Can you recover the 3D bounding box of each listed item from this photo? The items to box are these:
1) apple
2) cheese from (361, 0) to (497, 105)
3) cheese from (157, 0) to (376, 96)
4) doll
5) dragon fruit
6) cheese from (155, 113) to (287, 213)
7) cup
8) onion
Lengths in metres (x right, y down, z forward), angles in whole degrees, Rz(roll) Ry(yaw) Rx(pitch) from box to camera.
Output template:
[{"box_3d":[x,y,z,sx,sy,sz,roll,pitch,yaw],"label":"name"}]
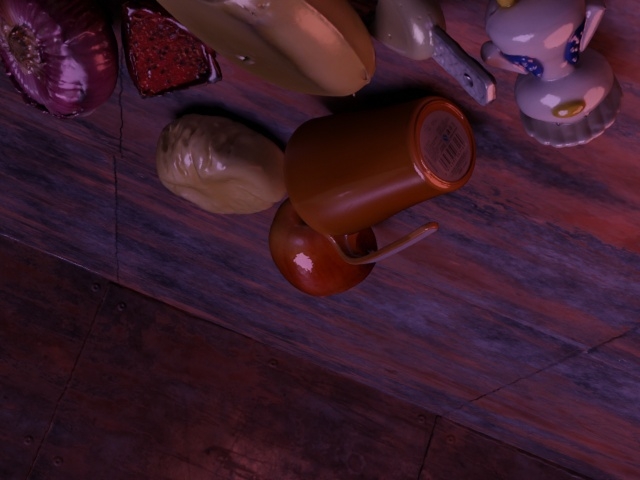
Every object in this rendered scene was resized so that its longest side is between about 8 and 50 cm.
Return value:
[{"box_3d":[0.000,0.000,1.937,0.199,0.199,0.199,19,161,7],"label":"apple"},{"box_3d":[0.118,-0.228,1.235,0.235,0.049,0.127,52,161,31],"label":"cheese"},{"box_3d":[-0.058,-0.258,1.285,0.259,0.128,0.316,34,-176,39],"label":"cheese"},{"box_3d":[0.251,-0.200,1.203,0.138,0.119,0.293,-24,144,11],"label":"doll"},{"box_3d":[-0.218,-0.287,1.546,0.127,0.120,0.161,-122,19,-46],"label":"dragon fruit"},{"box_3d":[-0.158,-0.126,1.855,0.226,0.117,0.214,29,157,-35],"label":"cheese"},{"box_3d":[0.086,-0.087,1.556,0.182,0.226,0.264,-6,175,-41],"label":"cup"},{"box_3d":[-0.361,-0.289,1.579,0.230,0.163,0.230,28,131,39],"label":"onion"}]
